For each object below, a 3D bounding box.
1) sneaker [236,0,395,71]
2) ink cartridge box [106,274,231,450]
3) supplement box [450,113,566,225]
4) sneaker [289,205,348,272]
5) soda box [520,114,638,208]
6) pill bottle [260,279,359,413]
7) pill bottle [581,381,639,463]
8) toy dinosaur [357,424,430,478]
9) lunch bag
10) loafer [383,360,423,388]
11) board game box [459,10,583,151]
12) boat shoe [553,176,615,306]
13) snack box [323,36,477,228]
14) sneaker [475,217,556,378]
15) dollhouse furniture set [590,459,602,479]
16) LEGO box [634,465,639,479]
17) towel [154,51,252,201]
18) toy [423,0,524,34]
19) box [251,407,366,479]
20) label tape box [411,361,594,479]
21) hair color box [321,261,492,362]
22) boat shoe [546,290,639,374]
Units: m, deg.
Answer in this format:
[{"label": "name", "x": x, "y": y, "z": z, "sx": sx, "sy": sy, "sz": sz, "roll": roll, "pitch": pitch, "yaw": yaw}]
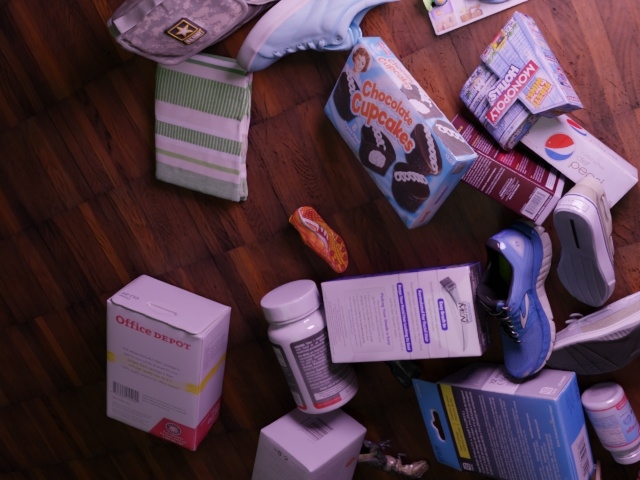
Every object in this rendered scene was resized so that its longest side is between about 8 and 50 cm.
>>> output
[{"label": "sneaker", "x": -0.005, "y": -0.404, "z": 1.321, "sx": 0.366, "sy": 0.135, "sz": 0.150, "roll": -31, "pitch": 96, "yaw": 33}, {"label": "ink cartridge box", "x": -0.403, "y": 0.319, "z": 1.821, "sx": 0.279, "sy": 0.160, "sz": 0.385, "roll": 18, "pitch": 120, "yaw": 14}, {"label": "supplement box", "x": 0.333, "y": -0.137, "z": 1.302, "sx": 0.239, "sy": 0.130, "sz": 0.073, "roll": 32, "pitch": 124, "yaw": 8}, {"label": "sneaker", "x": 0.000, "y": 0.000, "z": 1.564, "sx": 0.175, "sy": 0.064, "sz": 0.067, "roll": 54, "pitch": 142, "yaw": -1}, {"label": "soda box", "x": 0.470, "y": -0.159, "z": 1.268, "sx": 0.216, "sy": 0.069, "sz": 0.074, "roll": 38, "pitch": 123, "yaw": 2}, {"label": "pill bottle", "x": -0.027, "y": 0.246, "z": 1.622, "sx": 0.161, "sy": 0.161, "sz": 0.283, "roll": -11, "pitch": 108, "yaw": 28}, {"label": "pill bottle", "x": 0.617, "y": 0.383, "z": 1.450, "sx": 0.087, "sy": 0.087, "sz": 0.160, "roll": -22, "pitch": 104, "yaw": 30}, {"label": "toy dinosaur", "x": 0.138, "y": 0.538, "z": 1.751, "sx": 0.268, "sy": 0.064, "sz": 0.118, "roll": 5, "pitch": 122, "yaw": 25}, {"label": "lunch bag", "x": -0.238, "y": -0.452, "z": 1.310, "sx": 0.235, "sy": 0.287, "sz": 0.169, "roll": -24, "pitch": 102, "yaw": 30}, {"label": "loafer", "x": 0.168, "y": 0.263, "z": 1.616, "sx": 0.061, "sy": 0.062, "sz": 0.170, "roll": -39, "pitch": 87, "yaw": -6}, {"label": "board game box", "x": 0.354, "y": -0.262, "z": 1.222, "sx": 0.194, "sy": 0.060, "sz": 0.194, "roll": -54, "pitch": 54, "yaw": 32}, {"label": "boat shoe", "x": 0.505, "y": 0.011, "z": 1.288, "sx": 0.109, "sy": 0.094, "sz": 0.302, "roll": 25, "pitch": 155, "yaw": 38}, {"label": "snack box", "x": 0.137, "y": -0.204, "z": 1.294, "sx": 0.322, "sy": 0.060, "sz": 0.187, "roll": 57, "pitch": 141, "yaw": 25}, {"label": "sneaker", "x": 0.372, "y": 0.127, "z": 1.381, "sx": 0.129, "sy": 0.147, "sz": 0.330, "roll": 21, "pitch": 124, "yaw": 60}, {"label": "dollhouse furniture set", "x": 0.543, "y": 0.588, "z": 1.570, "sx": 0.181, "sy": 0.101, "sz": 0.161, "roll": -3, "pitch": 112, "yaw": 25}, {"label": "LEGO box", "x": 0.723, "y": 0.491, "z": 1.286, "sx": 0.193, "sy": 0.372, "sz": 0.500, "roll": 14, "pitch": 118, "yaw": 17}, {"label": "towel", "x": -0.266, "y": -0.261, "z": 1.563, "sx": 0.247, "sy": 0.038, "sz": 0.325, "roll": 17, "pitch": 121, "yaw": 17}, {"label": "toy", "x": 0.287, "y": -0.464, "z": 1.211, "sx": 0.237, "sy": 0.056, "sz": 0.137, "roll": -15, "pitch": 108, "yaw": 28}, {"label": "box", "x": -0.044, "y": 0.598, "z": 1.743, "sx": 0.168, "sy": 0.215, "sz": 0.345, "roll": 31, "pitch": 124, "yaw": 31}, {"label": "label tape box", "x": 0.398, "y": 0.401, "z": 1.529, "sx": 0.347, "sy": 0.115, "sz": 0.249, "roll": 0, "pitch": 115, "yaw": 44}, {"label": "hair color box", "x": 0.182, "y": 0.158, "z": 1.495, "sx": 0.338, "sy": 0.110, "sz": 0.185, "roll": -8, "pitch": 91, "yaw": 28}, {"label": "boat shoe", "x": 0.584, "y": 0.172, "z": 1.369, "sx": 0.118, "sy": 0.103, "sz": 0.320, "roll": 37, "pitch": 131, "yaw": -19}]
